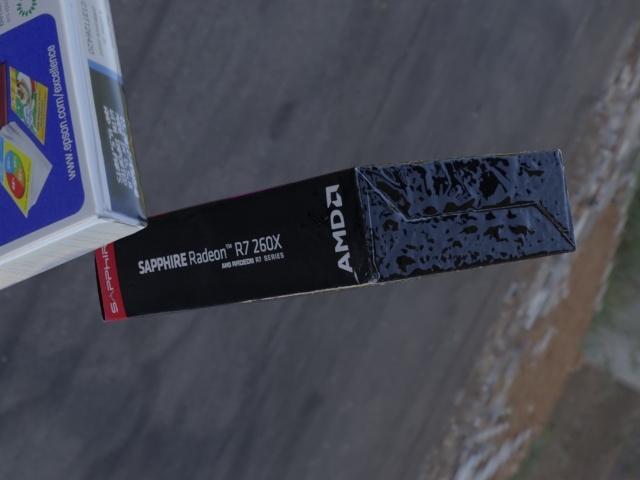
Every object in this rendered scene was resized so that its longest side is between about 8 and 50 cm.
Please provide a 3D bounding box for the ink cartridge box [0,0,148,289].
[{"bbox_3d":[-0.282,-0.100,1.018,0.072,0.307,0.304,18,55,-58],"label":"ink cartridge box"}]

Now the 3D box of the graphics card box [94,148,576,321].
[{"bbox_3d":[0.000,0.000,1.209,0.232,0.371,0.094,-7,89,-39],"label":"graphics card box"}]
